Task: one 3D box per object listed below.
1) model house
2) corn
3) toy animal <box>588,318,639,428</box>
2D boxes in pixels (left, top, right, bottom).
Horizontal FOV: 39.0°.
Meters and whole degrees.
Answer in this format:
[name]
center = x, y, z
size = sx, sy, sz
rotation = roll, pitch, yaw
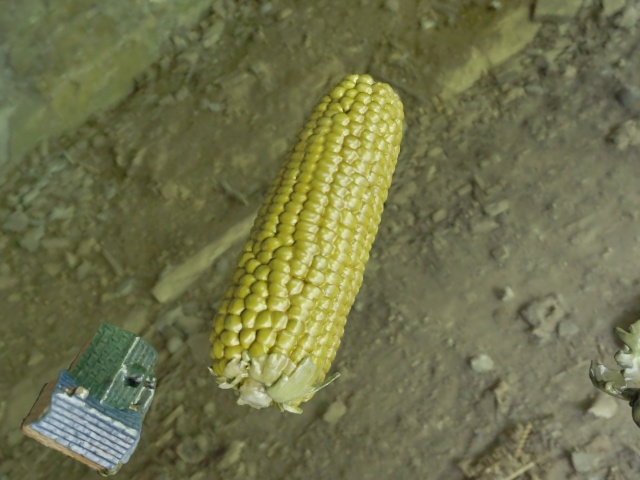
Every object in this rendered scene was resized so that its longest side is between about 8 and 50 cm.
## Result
[model house]
center = -0.317, 0.228, 1.321
size = 0.172, 0.166, 0.183
rotation = -39, 24, 60
[corn]
center = -0.005, -0.002, 0.663
size = 0.260, 0.091, 0.091
rotation = -68, 13, -20
[toy animal]
center = 0.388, 0.194, 0.998
size = 0.094, 0.214, 0.186
rotation = -39, 50, 15
